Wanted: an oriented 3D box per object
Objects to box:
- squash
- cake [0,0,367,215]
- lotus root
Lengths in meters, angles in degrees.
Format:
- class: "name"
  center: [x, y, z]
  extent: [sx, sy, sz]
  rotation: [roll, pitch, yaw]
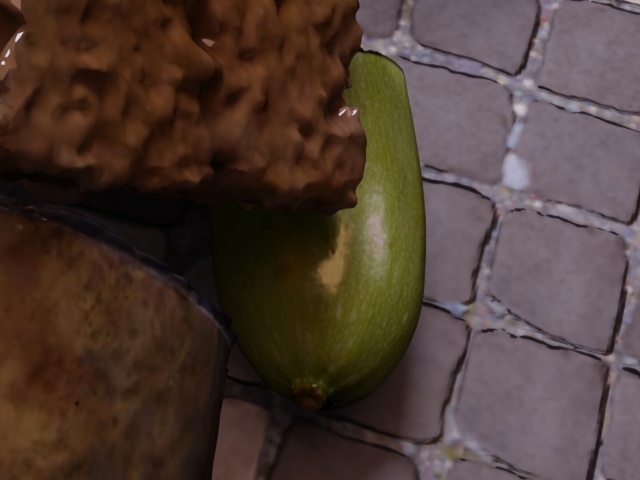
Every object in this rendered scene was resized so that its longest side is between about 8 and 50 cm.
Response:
- class: "squash"
  center: [0.000, 0.000, 0.768]
  extent: [0.123, 0.123, 0.186]
  rotation: [-1, 59, -8]
- class: "cake"
  center: [-0.152, -0.144, 0.662]
  extent: [0.290, 0.282, 0.255]
  rotation: [1, 88, 31]
- class: "lotus root"
  center: [-0.171, 0.105, 0.608]
  extent: [0.272, 0.272, 0.192]
  rotation: [9, 69, -2]
